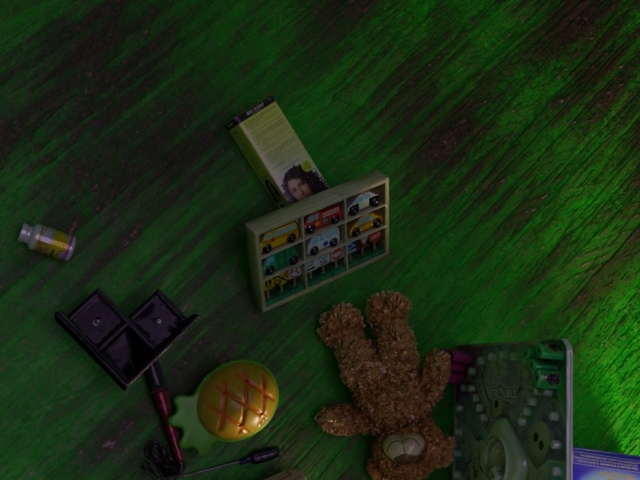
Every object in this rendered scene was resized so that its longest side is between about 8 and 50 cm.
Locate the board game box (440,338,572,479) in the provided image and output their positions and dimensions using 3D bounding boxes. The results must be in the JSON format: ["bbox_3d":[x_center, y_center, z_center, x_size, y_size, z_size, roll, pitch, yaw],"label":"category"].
[{"bbox_3d":[0.286,0.360,1.595,0.050,0.390,0.390,5,81,-16],"label":"board game box"}]

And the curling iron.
[{"bbox_3d":[-0.266,0.251,1.546,0.068,0.035,0.274,-9,87,-25],"label":"curling iron"}]

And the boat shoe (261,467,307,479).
[{"bbox_3d":[-0.147,0.443,1.551,0.302,0.109,0.098,-14,50,-25],"label":"boat shoe"}]

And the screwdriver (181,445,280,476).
[{"bbox_3d":[-0.146,0.369,1.599,0.170,0.024,0.025,-15,119,-19],"label":"screwdriver"}]

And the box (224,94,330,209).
[{"bbox_3d":[-0.063,-0.127,1.675,0.087,0.058,0.232,-37,99,-23],"label":"box"}]

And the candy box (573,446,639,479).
[{"bbox_3d":[0.498,0.550,1.814,0.268,0.122,0.317,14,77,-24],"label":"candy box"}]

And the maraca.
[{"bbox_3d":[-0.152,0.266,1.562,0.185,0.099,0.127,-27,95,-20],"label":"maraca"}]

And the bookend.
[{"bbox_3d":[-0.298,0.121,1.508,0.157,0.072,0.156,-44,91,-19],"label":"bookend"}]

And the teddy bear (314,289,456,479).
[{"bbox_3d":[0.114,0.252,1.665,0.245,0.113,0.338,1,83,-12],"label":"teddy bear"}]

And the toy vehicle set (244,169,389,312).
[{"bbox_3d":[0.000,0.000,1.650,0.267,0.035,0.166,-24,131,-25],"label":"toy vehicle set"}]

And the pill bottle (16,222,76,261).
[{"bbox_3d":[-0.422,0.000,1.501,0.083,0.043,0.043,21,75,-21],"label":"pill bottle"}]
